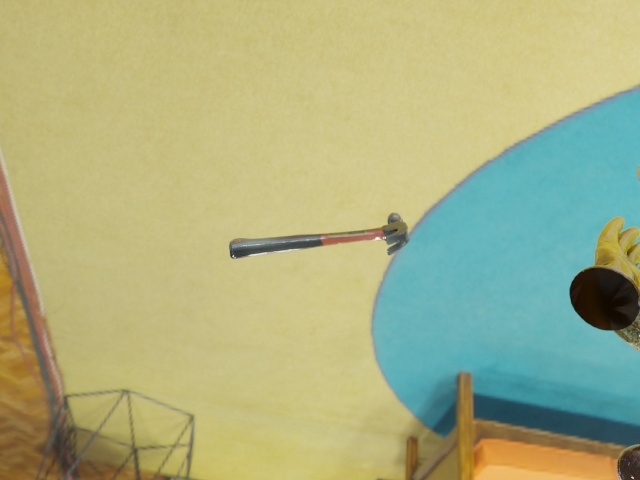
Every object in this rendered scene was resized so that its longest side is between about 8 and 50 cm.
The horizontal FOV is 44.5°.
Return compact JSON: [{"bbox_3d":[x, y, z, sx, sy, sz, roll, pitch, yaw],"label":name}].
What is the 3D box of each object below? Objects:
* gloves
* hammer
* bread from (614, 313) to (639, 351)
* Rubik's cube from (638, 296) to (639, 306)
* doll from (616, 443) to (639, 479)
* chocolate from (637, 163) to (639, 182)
[{"bbox_3d":[0.552,0.046,1.420,0.116,0.294,0.133,-16,101,39],"label":"gloves"},{"bbox_3d":[0.000,-0.001,1.239,0.287,0.111,0.033,-6,112,-4],"label":"hammer"},{"bbox_3d":[0.828,0.235,1.959,0.196,0.138,0.102,29,101,-33],"label":"bread"},{"bbox_3d":[0.710,0.132,1.164,0.301,0.304,0.305,-43,142,8],"label":"Rubik's cube"},{"bbox_3d":[0.489,0.340,1.116,0.145,0.096,0.188,25,146,43],"label":"doll"},{"bbox_3d":[0.554,-0.002,0.824,0.360,0.341,0.161,-18,172,0],"label":"chocolate"}]
